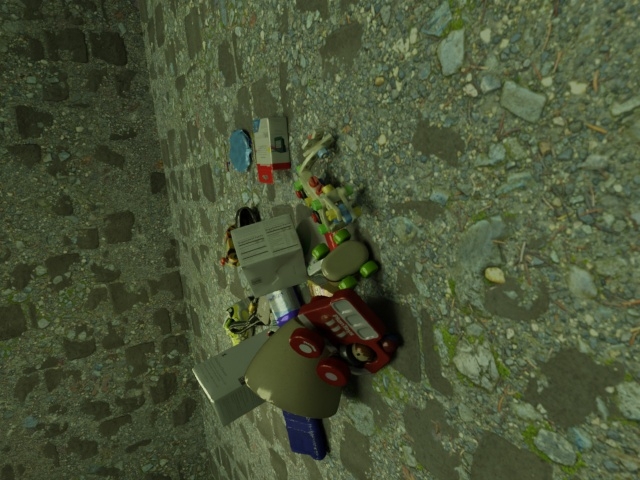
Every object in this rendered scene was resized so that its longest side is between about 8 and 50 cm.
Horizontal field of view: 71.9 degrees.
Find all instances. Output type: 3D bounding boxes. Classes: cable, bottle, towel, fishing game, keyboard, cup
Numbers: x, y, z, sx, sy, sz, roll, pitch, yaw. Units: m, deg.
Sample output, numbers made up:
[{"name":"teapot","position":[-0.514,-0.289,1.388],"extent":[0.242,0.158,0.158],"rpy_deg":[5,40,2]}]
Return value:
[{"name":"cable","position":[-0.304,0.359,2.004],"extent":[0.287,0.140,0.072],"rpy_deg":[-42,22,43]},{"name":"bottle","position":[-0.160,0.192,1.719],"extent":[0.118,0.092,0.282],"rpy_deg":[-34,70,29]},{"name":"towel","position":[-0.072,0.714,1.794],"extent":[0.228,0.076,0.307],"rpy_deg":[-19,83,52]},{"name":"fishing game","position":[-0.347,-0.391,1.919],"extent":[0.264,0.041,0.188],"rpy_deg":[-5,95,51]},{"name":"keyboard","position":[-0.237,0.263,1.843],"extent":[0.108,0.023,0.180],"rpy_deg":[34,127,31]},{"name":"cup","position":[-0.056,0.393,1.466],"extent":[0.331,0.331,0.236],"rpy_deg":[23,92,55]}]

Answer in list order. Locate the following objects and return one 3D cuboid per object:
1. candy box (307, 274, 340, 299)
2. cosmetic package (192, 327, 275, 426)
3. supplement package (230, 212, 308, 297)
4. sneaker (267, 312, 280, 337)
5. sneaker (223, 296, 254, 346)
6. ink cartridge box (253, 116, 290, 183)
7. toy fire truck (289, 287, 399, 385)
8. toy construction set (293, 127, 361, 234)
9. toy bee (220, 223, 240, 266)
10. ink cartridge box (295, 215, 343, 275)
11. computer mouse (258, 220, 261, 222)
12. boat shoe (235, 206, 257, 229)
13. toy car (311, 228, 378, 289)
[{"name":"candy box","position":[0.032,0.192,1.446],"extent":[0.187,0.053,0.109],"rpy_deg":[23,128,57]},{"name":"cosmetic package","position":[-0.260,0.506,1.708],"extent":[0.217,0.385,0.156],"rpy_deg":[33,142,46]},{"name":"supplement package","position":[-0.168,0.057,1.505],"extent":[0.261,0.204,0.145],"rpy_deg":[84,167,-60]},{"name":"sneaker","position":[-0.183,0.343,1.749],"extent":[0.161,0.076,0.057],"rpy_deg":[46,144,48]},{"name":"sneaker","position":[-0.415,0.432,2.195],"extent":[0.145,0.147,0.384],"rpy_deg":[48,139,39]},{"name":"ink cartridge box","position":[-0.177,-0.328,1.613],"extent":[0.134,0.078,0.230],"rpy_deg":[17,114,57]},{"name":"toy fire truck","position":[0.080,0.274,1.254],"extent":[0.254,0.169,0.302],"rpy_deg":[-23,114,42]},{"name":"toy construction set","position":[0.004,-0.158,1.293],"extent":[0.215,0.151,0.327],"rpy_deg":[86,169,-65]},{"name":"toy bee","position":[-0.385,0.047,2.007],"extent":[0.298,0.162,0.195],"rpy_deg":[43,133,45]},{"name":"ink cartridge box","position":[0.000,0.000,1.451],"extent":[0.225,0.056,0.180],"rpy_deg":[-40,66,58]},{"name":"computer mouse","position":[-0.203,-0.012,1.810],"extent":[0.242,0.041,0.071],"rpy_deg":[53,166,44]},{"name":"boat shoe","position":[-0.307,0.015,1.900],"extent":[0.095,0.112,0.334],"rpy_deg":[139,120,-76]},{"name":"toy car","position":[0.070,0.085,1.318],"extent":[0.155,0.149,0.188],"rpy_deg":[51,166,20]}]
